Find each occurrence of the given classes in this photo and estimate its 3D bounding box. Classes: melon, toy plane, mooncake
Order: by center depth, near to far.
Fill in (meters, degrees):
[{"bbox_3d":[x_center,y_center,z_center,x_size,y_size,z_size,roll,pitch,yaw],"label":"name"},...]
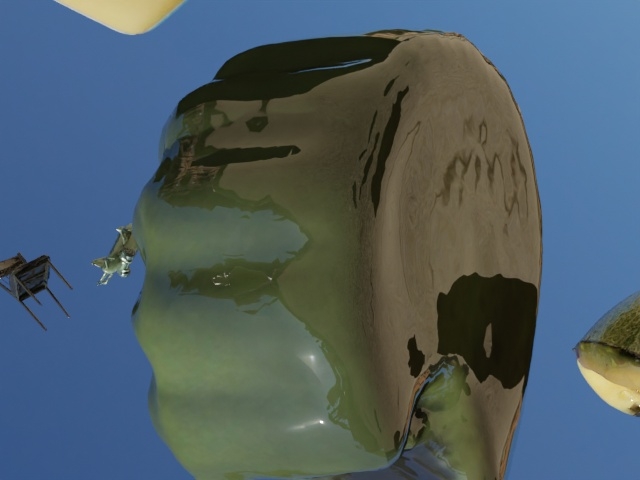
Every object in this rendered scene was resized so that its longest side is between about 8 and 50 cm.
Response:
[{"bbox_3d":[0.018,0.022,1.077,0.351,0.187,0.351,4,-95,-60],"label":"mooncake"},{"bbox_3d":[0.255,0.068,1.232,0.079,0.128,0.160,40,168,14],"label":"melon"},{"bbox_3d":[-0.193,0.010,1.589,0.033,0.080,0.083,28,-136,8],"label":"toy plane"}]

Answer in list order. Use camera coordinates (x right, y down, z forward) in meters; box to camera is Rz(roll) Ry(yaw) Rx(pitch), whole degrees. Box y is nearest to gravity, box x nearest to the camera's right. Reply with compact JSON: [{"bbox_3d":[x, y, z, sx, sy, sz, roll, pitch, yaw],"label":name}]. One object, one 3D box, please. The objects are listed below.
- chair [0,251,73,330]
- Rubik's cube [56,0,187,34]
[{"bbox_3d":[-0.228,0.028,1.259,0.037,0.042,0.086,-28,-127,-31],"label":"chair"},{"bbox_3d":[-0.170,-0.426,1.291,0.347,0.352,0.352,31,-141,-26],"label":"Rubik's cube"}]
